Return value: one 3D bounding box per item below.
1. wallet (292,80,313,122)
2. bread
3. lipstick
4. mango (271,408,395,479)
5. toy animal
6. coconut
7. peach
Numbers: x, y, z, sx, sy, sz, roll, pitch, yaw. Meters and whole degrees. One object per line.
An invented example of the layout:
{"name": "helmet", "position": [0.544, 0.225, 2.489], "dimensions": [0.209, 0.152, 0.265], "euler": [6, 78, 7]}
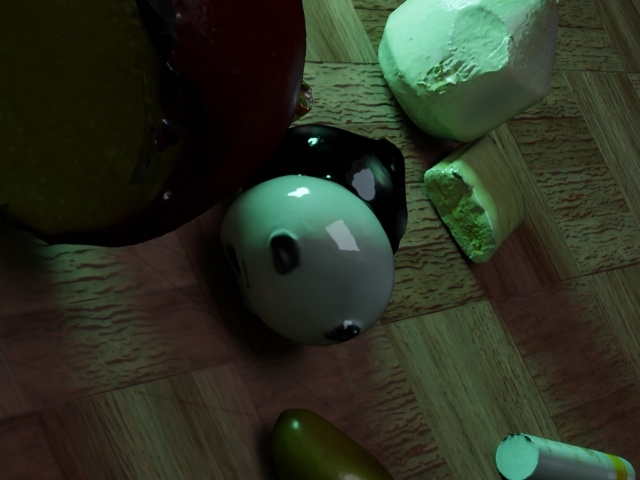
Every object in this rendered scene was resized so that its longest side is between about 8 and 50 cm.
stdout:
{"name": "wallet", "position": [-0.127, -0.183, 1.959], "dimensions": [0.241, 0.141, 0.067], "euler": [41, 37, -37]}
{"name": "bread", "position": [0.204, -0.058, 2.527], "dimensions": [0.139, 0.060, 0.178], "euler": [58, 26, -6]}
{"name": "lipstick", "position": [0.296, 0.273, 2.360], "dimensions": [0.264, 0.059, 0.059], "euler": [19, 48, -53]}
{"name": "mango", "position": [0.014, 0.234, 1.860], "dimensions": [0.163, 0.089, 0.111], "euler": [43, 18, -14]}
{"name": "toy animal", "position": [-0.006, 0.002, 1.968], "dimensions": [0.187, 0.165, 0.235], "euler": [48, 31, -22]}
{"name": "coconut", "position": [0.198, -0.248, 2.511], "dimensions": [0.224, 0.234, 0.224], "euler": [38, 34, -31]}
{"name": "peach", "position": [-0.207, -0.197, 1.591], "dimensions": [0.416, 0.339, 0.353], "euler": [39, 49, -57]}
